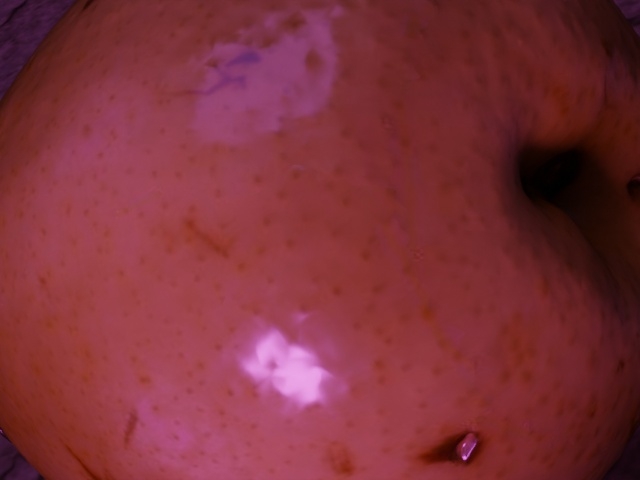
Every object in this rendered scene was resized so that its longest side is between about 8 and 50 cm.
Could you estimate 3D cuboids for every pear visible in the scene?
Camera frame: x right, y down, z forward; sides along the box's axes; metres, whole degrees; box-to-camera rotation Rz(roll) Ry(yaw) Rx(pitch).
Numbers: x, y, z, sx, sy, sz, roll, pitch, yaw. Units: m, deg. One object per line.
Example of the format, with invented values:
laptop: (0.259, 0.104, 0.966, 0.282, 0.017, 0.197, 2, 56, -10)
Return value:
pear: (0.000, 0.000, 0.673, 0.309, 0.309, 0.309, -15, 37, 12)
